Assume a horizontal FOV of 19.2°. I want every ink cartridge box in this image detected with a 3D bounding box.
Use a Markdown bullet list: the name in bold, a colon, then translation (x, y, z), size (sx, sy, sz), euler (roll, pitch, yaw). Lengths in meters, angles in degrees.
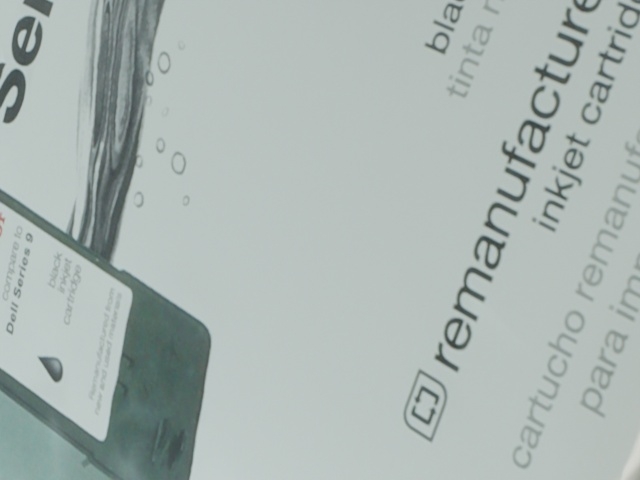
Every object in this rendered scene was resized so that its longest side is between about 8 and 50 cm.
- **ink cartridge box**: translation (0.000, 0.000, 0.456), size (0.289, 0.121, 0.211), euler (29, 105, 42)
